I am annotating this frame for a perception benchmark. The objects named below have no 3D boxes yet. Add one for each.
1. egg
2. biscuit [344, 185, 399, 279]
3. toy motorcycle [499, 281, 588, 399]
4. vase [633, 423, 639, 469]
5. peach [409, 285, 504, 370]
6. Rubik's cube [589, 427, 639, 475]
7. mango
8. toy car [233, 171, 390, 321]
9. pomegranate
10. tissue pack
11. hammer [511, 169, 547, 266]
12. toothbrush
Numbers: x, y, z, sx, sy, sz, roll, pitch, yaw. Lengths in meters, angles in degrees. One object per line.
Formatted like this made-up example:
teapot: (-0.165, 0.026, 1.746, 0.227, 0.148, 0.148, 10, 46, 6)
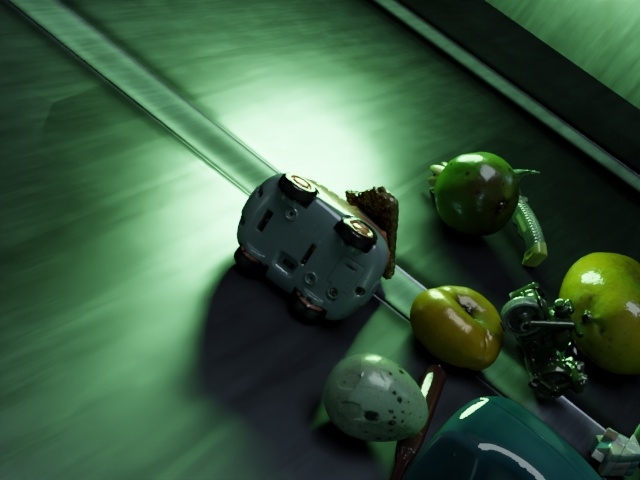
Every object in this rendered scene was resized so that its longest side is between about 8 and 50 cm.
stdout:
egg: (0.084, 0.238, 1.548, 0.164, 0.131, 0.131, 25, 31, -3)
biscuit: (0.088, -0.032, 1.876, 0.026, 0.236, 0.131, -35, 61, -20)
toy motorcycle: (0.406, 0.166, 1.886, 0.205, 0.127, 0.275, -90, 159, -54)
vase: (0.659, 0.418, 1.739, 0.245, 0.245, 0.291, 14, 25, -27)
peach: (0.243, 0.153, 1.846, 0.179, 0.103, 0.179, 24, 33, -16)
Rubik's cube: (0.505, 0.360, 1.804, 0.084, 0.075, 0.073, 17, 36, -21)
mango: (0.613, 0.132, 2.131, 0.253, 0.182, 0.365, 32, 31, 3)
toy car: (0.000, 0.000, 1.792, 0.271, 0.180, 0.212, 38, 21, 12)
pomegranate: (0.316, -0.109, 2.249, 0.187, 0.186, 0.225, 7, 13, -36)
tissue pack: (0.281, 0.363, 1.475, 0.287, 0.198, 0.206, 42, 33, 21)
hammer: (0.446, -0.052, 2.314, 0.041, 0.158, 0.226, 9, 50, -31)
toothbrush: (0.142, 0.296, 1.607, 0.041, 0.041, 0.364, 33, 30, 2)
